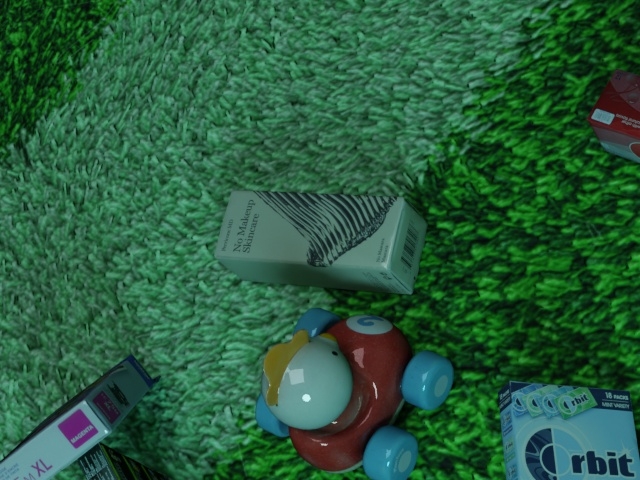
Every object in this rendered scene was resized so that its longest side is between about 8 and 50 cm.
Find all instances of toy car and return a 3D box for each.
[{"bbox_3d":[0.007,0.166,1.672,0.219,0.238,0.210,20,77,33],"label":"toy car"}]

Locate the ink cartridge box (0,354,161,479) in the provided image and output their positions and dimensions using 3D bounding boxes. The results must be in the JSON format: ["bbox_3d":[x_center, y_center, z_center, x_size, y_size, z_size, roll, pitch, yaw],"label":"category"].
[{"bbox_3d":[-0.326,0.246,1.787,0.186,0.311,0.065,-37,91,9],"label":"ink cartridge box"}]

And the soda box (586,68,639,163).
[{"bbox_3d":[0.469,-0.123,1.659,0.263,0.092,0.083,26,79,35],"label":"soda box"}]

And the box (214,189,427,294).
[{"bbox_3d":[0.000,0.000,1.847,0.275,0.094,0.113,2,68,28],"label":"box"}]

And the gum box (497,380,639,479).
[{"bbox_3d":[0.290,0.259,1.541,0.157,0.041,0.184,6,61,-15],"label":"gum box"}]

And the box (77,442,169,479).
[{"bbox_3d":[-0.215,0.364,1.722,0.045,0.184,0.190,-39,57,6],"label":"box"}]
